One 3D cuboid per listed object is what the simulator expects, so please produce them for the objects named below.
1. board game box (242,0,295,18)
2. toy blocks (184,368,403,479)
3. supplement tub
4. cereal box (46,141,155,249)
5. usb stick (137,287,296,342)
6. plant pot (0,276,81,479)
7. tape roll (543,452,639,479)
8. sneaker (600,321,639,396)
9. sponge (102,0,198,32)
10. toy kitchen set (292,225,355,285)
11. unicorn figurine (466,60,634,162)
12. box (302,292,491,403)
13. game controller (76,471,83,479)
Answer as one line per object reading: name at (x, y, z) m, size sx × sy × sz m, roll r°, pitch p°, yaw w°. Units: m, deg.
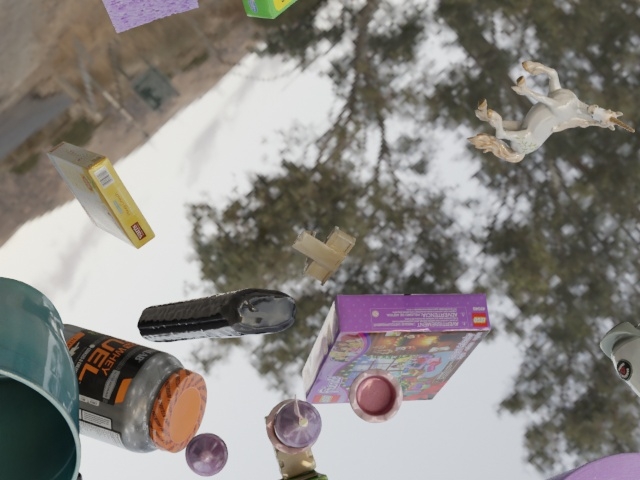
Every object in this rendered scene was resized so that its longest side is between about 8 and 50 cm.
board game box at (-0.002, -0.427, 1.257) m, size 0.046 × 0.213 × 0.317 m, roll 15°, pitch -133°, yaw 36°
toy blocks at (-0.016, 0.324, 1.273) m, size 0.309 × 0.288 × 0.260 m, roll -16°, pitch 174°, yaw -7°
supplement tub at (-0.384, 0.280, 2.041) m, size 0.316 × 0.193 × 0.193 m, roll 13°, pitch -135°, yaw 21°
cereal box at (-0.396, -0.085, 1.962) m, size 0.047 × 0.173 × 0.240 m, roll -38°, pitch -152°, yaw -18°
usb stick at (-0.115, 0.081, 1.141) m, size 0.077 × 0.045 × 0.278 m, roll -2°, pitch 174°, yaw -29°
plant pot at (-0.436, 0.186, 1.405) m, size 0.271 × 0.271 × 0.255 m, roll -40°, pitch -152°, yaw 17°
tape roll at (0.259, 0.318, 0.894) m, size 0.275 × 0.275 × 0.090 m, roll -53°, pitch 180°, yaw -30°
sneaker at (0.613, 0.190, 1.718) m, size 0.122 × 0.330 × 0.146 m, roll 101°, pitch -26°, yaw -49°
sponge at (-0.219, -0.324, 1.364) m, size 0.117 × 0.031 × 0.210 m, roll -17°, pitch 171°, yaw -4°
toy kitchen set at (0.000, 0.000, 1.509) m, size 0.083 × 0.068 × 0.075 m, roll -53°, pitch -168°, yaw 30°
unicorn figurine at (0.242, -0.135, 1.173) m, size 0.162 × 0.111 × 0.060 m, roll -33°, pitch -152°, yaw 50°
box at (0.095, 0.156, 1.522) m, size 0.293 × 0.201 × 0.057 m, roll 110°, pitch -22°, yaw -62°
game controller at (-0.459, 0.412, 1.657) m, size 0.166 × 0.067 × 0.319 m, roll -45°, pitch 172°, yaw -4°
